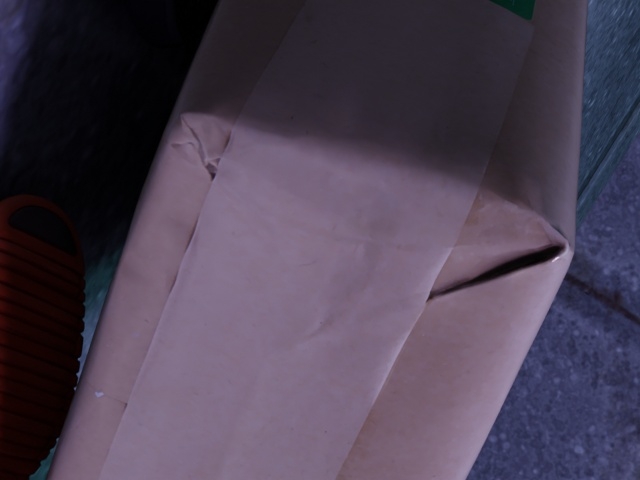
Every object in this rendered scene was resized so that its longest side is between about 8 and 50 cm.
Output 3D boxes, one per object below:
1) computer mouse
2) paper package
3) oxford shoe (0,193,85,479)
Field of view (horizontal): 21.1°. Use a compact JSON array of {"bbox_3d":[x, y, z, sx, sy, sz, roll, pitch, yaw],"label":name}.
[{"bbox_3d":[-0.064,-0.181,0.725,0.242,0.041,0.071,97,17,-44],"label":"computer mouse"},{"bbox_3d":[0.000,0.000,0.820,0.325,0.168,0.309,-74,-174,-54],"label":"paper package"},{"bbox_3d":[-0.195,0.101,0.808,0.097,0.098,0.271,33,74,-44],"label":"oxford shoe"}]
